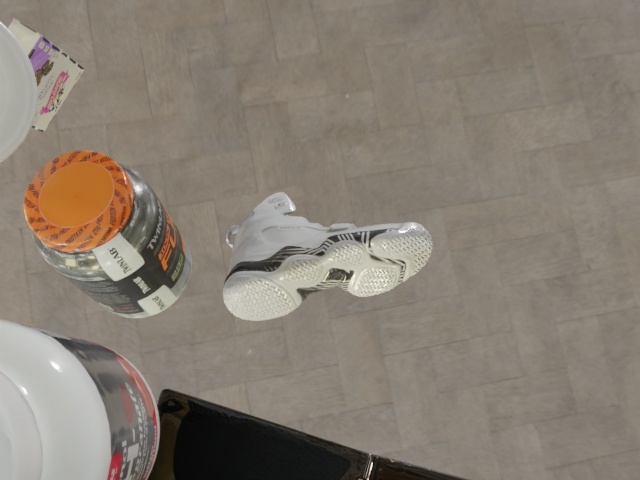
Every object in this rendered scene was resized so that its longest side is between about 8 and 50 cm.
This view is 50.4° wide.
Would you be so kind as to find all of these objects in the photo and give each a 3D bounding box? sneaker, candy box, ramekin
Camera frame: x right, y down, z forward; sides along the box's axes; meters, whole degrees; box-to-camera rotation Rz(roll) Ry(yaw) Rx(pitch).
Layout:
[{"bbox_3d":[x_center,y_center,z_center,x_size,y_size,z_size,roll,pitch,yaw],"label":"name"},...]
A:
[{"bbox_3d":[0.000,0.000,1.200,0.366,0.137,0.210,-16,44,1],"label":"sneaker"},{"bbox_3d":[-0.573,-0.317,1.339,0.070,0.196,0.164,32,89,5],"label":"candy box"},{"bbox_3d":[-0.579,-0.224,1.018,0.273,0.127,0.272,-1,93,-33],"label":"ramekin"}]

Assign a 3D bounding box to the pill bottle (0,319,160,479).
[{"bbox_3d":[-0.225,0.148,0.480,0.176,0.318,0.176,1,78,-4],"label":"pill bottle"}]

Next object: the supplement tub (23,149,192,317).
[{"bbox_3d":[-0.360,-0.004,1.183,0.207,0.338,0.207,-1,68,4],"label":"supplement tub"}]

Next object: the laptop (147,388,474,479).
[{"bbox_3d":[-0.025,0.426,0.804,0.408,0.236,0.381,27,75,-36],"label":"laptop"}]
